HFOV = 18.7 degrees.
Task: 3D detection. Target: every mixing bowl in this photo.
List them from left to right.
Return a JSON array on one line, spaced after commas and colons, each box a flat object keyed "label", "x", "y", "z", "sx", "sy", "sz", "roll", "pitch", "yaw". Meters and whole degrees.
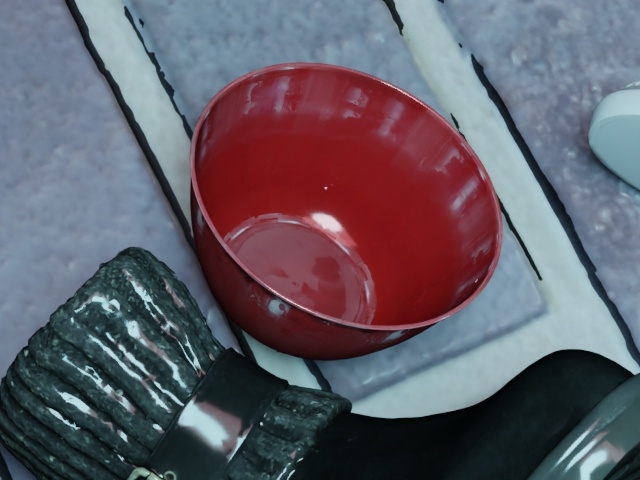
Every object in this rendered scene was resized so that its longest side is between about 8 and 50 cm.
[{"label": "mixing bowl", "x": 0.000, "y": 0.000, "z": 1.092, "sx": 0.181, "sy": 0.098, "sz": 0.181, "roll": 13, "pitch": 50, "yaw": -15}]

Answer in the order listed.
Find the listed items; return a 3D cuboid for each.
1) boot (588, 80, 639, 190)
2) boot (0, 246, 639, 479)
[{"label": "boot", "x": 0.291, "y": -0.075, "z": 1.184, "sx": 0.258, "sy": 0.095, "sz": 0.123, "roll": 17, "pitch": 62, "yaw": -10}, {"label": "boot", "x": -0.011, "y": 0.092, "z": 0.957, "sx": 0.260, "sy": 0.348, "sz": 0.131, "roll": 53, "pitch": 37, "yaw": 10}]
